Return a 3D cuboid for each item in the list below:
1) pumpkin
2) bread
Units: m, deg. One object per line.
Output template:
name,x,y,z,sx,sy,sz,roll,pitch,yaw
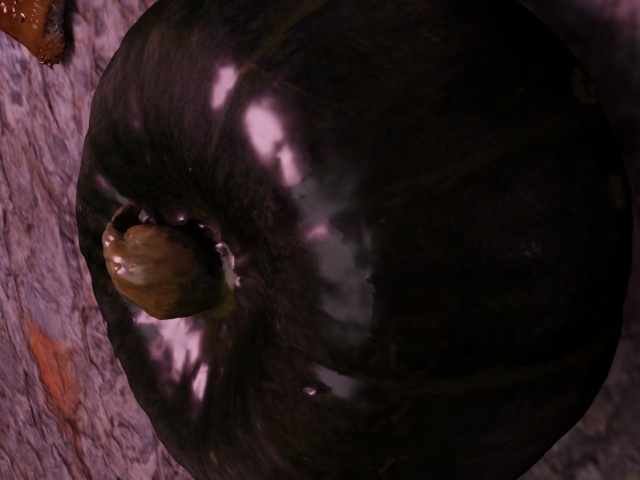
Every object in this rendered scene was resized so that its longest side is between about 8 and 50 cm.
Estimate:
pumpkin,0.000,0.000,0.465,0.300,0.207,0.300,18,114,46
bread,-0.255,-0.219,0.795,0.126,0.044,0.129,48,138,19
